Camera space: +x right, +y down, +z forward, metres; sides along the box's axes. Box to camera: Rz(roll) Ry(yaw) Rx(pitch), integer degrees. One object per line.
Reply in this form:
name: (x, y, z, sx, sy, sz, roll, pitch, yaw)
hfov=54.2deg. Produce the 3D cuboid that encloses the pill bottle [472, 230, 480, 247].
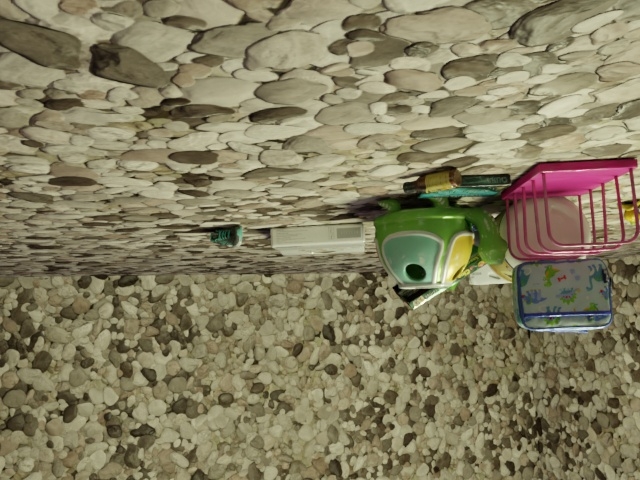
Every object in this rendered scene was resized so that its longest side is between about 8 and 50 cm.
pill bottle: (0.451, 0.005, 2.025, 0.246, 0.130, 0.130, -7, 171, 27)

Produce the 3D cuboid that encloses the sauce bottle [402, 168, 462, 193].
sauce bottle: (0.235, -0.123, 1.328, 0.128, 0.042, 0.042, -8, 171, 42)

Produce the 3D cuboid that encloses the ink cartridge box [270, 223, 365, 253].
ink cartridge box: (0.000, 0.000, 2.070, 0.297, 0.066, 0.261, -3, 173, 4)

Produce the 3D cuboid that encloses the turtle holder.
turtle holder: (0.300, 0.009, 1.623, 0.321, 0.227, 0.243, -2, 172, 1)

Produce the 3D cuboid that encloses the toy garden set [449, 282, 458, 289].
toy garden set: (0.416, 0.065, 2.127, 0.204, 0.244, 0.049, 11, 142, 40)

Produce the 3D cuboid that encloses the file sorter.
file sorter: (0.553, -0.056, 1.409, 0.202, 0.182, 0.290, -2, 173, 0)

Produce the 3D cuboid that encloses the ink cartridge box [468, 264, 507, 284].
ink cartridge box: (0.682, 0.055, 2.223, 0.223, 0.128, 0.307, -8, -173, 38)

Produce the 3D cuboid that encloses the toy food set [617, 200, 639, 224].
toy food set: (0.974, -0.080, 1.796, 0.218, 0.071, 0.128, -4, 172, 11)

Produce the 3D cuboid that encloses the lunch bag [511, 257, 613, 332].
lunch bag: (0.574, 0.133, 1.486, 0.219, 0.175, 0.090, -1, 174, 5)

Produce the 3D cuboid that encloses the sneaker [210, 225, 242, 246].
sneaker: (-0.290, -0.011, 1.913, 0.076, 0.064, 0.166, 5, 168, -26)

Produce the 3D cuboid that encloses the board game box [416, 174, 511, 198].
board game box: (0.322, -0.121, 1.424, 0.186, 0.026, 0.126, -2, 173, -2)

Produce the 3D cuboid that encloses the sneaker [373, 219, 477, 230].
sneaker: (0.310, 0.011, 1.829, 0.316, 0.182, 0.127, -7, 173, 32)

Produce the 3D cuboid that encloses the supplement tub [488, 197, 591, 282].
supplement tub: (0.575, 0.006, 1.713, 0.229, 0.228, 0.316, -3, 172, 3)

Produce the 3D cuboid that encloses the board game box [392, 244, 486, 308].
board game box: (0.335, 0.093, 1.731, 0.260, 0.030, 0.136, -30, -163, -4)
